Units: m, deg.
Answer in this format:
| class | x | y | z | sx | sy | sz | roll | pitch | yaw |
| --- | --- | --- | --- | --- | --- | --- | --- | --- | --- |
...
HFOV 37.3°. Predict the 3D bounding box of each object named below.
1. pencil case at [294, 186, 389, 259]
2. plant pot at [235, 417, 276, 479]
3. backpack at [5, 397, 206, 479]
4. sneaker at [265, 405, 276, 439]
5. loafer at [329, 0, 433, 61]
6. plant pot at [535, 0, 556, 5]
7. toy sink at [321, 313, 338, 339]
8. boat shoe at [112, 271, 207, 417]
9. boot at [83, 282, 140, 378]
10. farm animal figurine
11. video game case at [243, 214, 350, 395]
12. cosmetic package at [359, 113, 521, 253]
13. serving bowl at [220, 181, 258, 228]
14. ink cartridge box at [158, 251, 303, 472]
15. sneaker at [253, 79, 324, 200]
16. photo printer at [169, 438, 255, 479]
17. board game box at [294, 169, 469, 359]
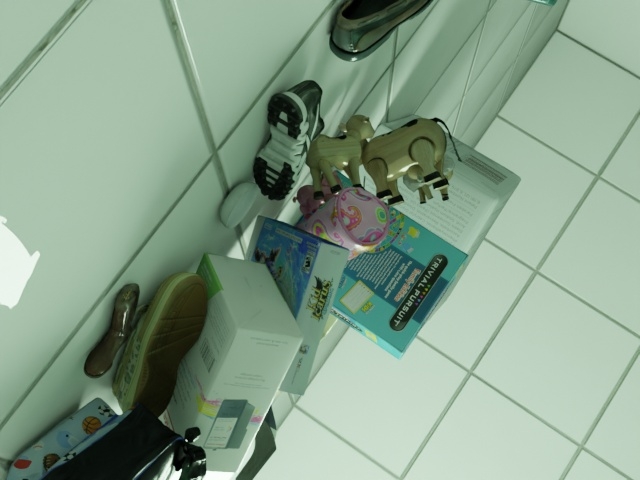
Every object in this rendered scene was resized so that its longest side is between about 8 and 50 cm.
| class | x | y | z | sx | sy | sz | roll | pitch | yaw |
| --- | --- | --- | --- | --- | --- | --- | --- | --- | --- |
| pencil case | 0.000 | 0.000 | 1.709 | 0.284 | 0.124 | 0.124 | -31 | -166 | 51 |
| plant pot | -0.225 | 0.453 | 2.196 | 0.187 | 0.188 | 0.167 | -47 | 152 | -40 |
| backpack | -0.339 | 0.386 | 1.388 | 0.276 | 0.213 | 0.264 | -31 | 147 | -48 |
| sneaker | -0.199 | 0.394 | 2.367 | 0.086 | 0.163 | 0.226 | 0 | 84 | -52 |
| loafer | 0.113 | -0.386 | 1.457 | 0.267 | 0.096 | 0.084 | -50 | 162 | -21 |
| plant pot | 0.330 | -0.514 | 1.648 | 0.166 | 0.234 | 0.165 | -61 | 168 | 19 |
| toy sink | -0.091 | 0.210 | 2.044 | 0.234 | 0.152 | 0.131 | -54 | 171 | 28 |
| boat shoe | -0.258 | 0.156 | 1.445 | 0.104 | 0.089 | 0.285 | -5 | 128 | -49 |
| boot | -0.286 | 0.122 | 1.304 | 0.114 | 0.037 | 0.106 | -63 | -179 | 43 |
| farm animal figurine | 0.098 | -0.156 | 1.805 | 0.326 | 0.172 | 0.330 | -15 | 167 | 2 |
| video game case | -0.069 | 0.099 | 1.587 | 0.269 | 0.061 | 0.245 | 23 | -83 | 63 |
| cosmetic package | 0.229 | -0.049 | 2.303 | 0.394 | 0.327 | 0.329 | -61 | 168 | 20 |
| serving bowl | -0.132 | -0.060 | 1.481 | 0.083 | 0.027 | 0.083 | -53 | 169 | -15 |
| ink cartridge box | -0.172 | 0.225 | 1.521 | 0.119 | 0.207 | 0.354 | 12 | 118 | -29 |
| sneaker | -0.041 | -0.156 | 1.470 | 0.106 | 0.078 | 0.234 | -45 | 163 | -36 |
| photo printer | -0.265 | 0.445 | 1.946 | 0.308 | 0.107 | 0.256 | -52 | 142 | -24 |
| board game box | 0.098 | 0.049 | 1.985 | 0.254 | 0.336 | 0.079 | -53 | 169 | -15 |
